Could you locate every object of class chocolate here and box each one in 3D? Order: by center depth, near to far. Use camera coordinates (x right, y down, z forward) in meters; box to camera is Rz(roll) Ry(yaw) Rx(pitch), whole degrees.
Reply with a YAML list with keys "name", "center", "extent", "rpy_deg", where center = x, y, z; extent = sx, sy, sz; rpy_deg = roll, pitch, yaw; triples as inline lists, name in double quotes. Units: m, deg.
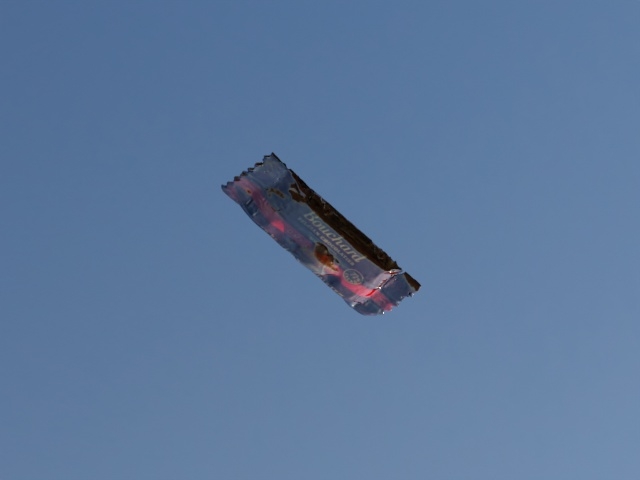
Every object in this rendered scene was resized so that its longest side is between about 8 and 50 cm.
- name: "chocolate"
  center: [0.000, 0.000, 1.498]
  extent: [0.182, 0.086, 0.028]
  rpy_deg: [45, -133, -15]
